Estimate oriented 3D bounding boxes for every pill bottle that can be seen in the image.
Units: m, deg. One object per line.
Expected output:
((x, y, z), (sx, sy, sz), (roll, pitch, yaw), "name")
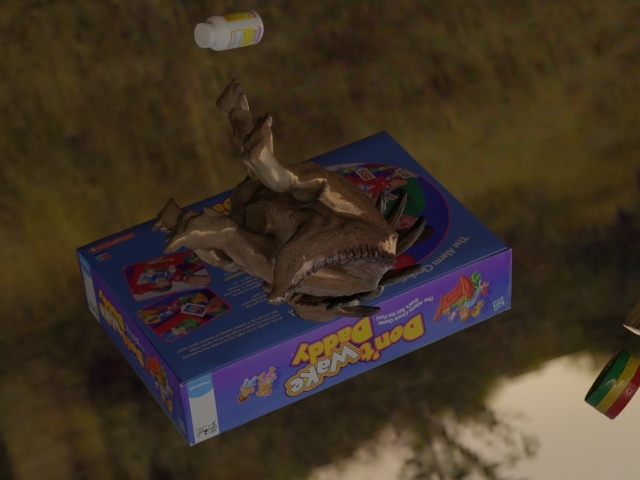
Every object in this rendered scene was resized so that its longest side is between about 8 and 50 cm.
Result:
((-0.112, -0.253, 2.210), (0.083, 0.043, 0.043), (-16, 176, -43), "pill bottle")

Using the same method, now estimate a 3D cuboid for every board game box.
((-0.026, 0.036, 1.748), (0.347, 0.078, 0.233), (-21, -138, -20), "board game box")

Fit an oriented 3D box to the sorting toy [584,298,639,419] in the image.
((0.284, 0.013, 1.311), (0.274, 0.046, 0.132), (-55, 176, 1), "sorting toy")

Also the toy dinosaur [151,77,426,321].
((0.000, 0.000, 1.280), (0.127, 0.200, 0.295), (-56, -164, 1), "toy dinosaur")
